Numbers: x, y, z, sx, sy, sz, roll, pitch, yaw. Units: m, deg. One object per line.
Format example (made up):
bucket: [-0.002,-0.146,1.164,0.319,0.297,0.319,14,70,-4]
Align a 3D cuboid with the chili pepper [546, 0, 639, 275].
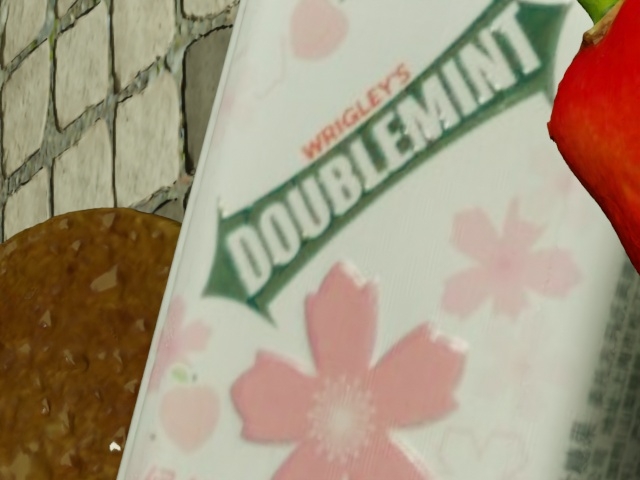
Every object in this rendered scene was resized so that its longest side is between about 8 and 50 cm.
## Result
chili pepper: [0.113,0.064,0.492,0.137,0.092,0.368,-13,83,32]

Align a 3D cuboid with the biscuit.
biscuit: [-0.075,0.120,0.880,0.314,0.063,0.367,-53,47,0]

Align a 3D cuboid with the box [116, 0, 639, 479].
box: [0.036,0.035,0.692,0.190,0.112,0.370,14,89,40]
